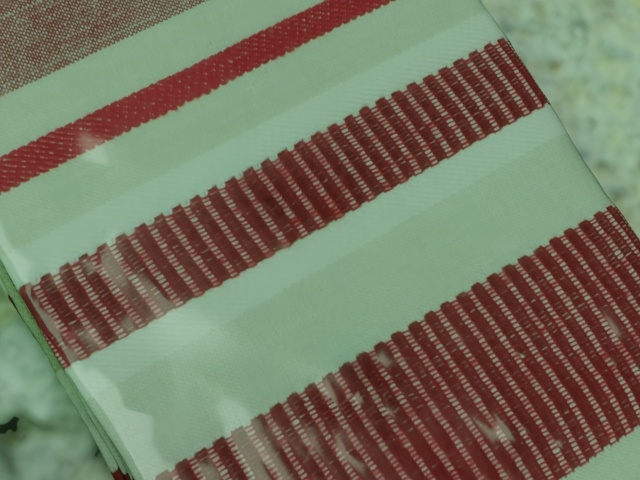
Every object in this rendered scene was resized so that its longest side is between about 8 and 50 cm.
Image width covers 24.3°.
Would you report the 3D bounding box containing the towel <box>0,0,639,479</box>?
[{"bbox_3d":[0.000,0.000,0.584,0.237,0.037,0.329,-29,82,-21],"label":"towel"}]
